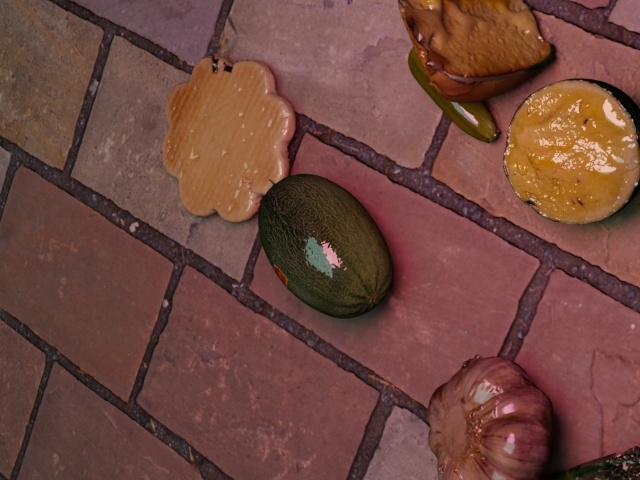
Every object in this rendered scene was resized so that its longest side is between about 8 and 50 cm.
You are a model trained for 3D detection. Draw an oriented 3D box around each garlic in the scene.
[{"bbox_3d":[0.266,0.295,1.684,0.245,0.160,0.245,-167,90,-67],"label":"garlic"}]

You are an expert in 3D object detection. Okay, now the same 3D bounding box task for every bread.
[{"bbox_3d":[-0.164,-0.184,2.029,0.316,0.054,0.316,0,91,34],"label":"bread"},{"bbox_3d":[0.206,-0.282,1.674,0.133,0.251,0.174,-42,69,51],"label":"bread"}]

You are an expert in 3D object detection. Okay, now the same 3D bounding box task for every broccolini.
[{"bbox_3d":[0.411,0.339,1.648,0.202,0.068,0.091,-6,117,44],"label":"broccolini"}]

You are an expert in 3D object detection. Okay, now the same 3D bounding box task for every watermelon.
[{"bbox_3d":[0.381,-0.131,1.602,0.232,0.127,0.204,-10,94,38],"label":"watermelon"}]

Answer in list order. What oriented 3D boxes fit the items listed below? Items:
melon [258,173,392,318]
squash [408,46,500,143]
[{"bbox_3d":[0.000,0.000,1.843,0.182,0.182,0.288,-48,63,26],"label":"melon"},{"bbox_3d":[0.209,-0.230,1.761,0.066,0.066,0.201,-47,72,27],"label":"squash"}]
